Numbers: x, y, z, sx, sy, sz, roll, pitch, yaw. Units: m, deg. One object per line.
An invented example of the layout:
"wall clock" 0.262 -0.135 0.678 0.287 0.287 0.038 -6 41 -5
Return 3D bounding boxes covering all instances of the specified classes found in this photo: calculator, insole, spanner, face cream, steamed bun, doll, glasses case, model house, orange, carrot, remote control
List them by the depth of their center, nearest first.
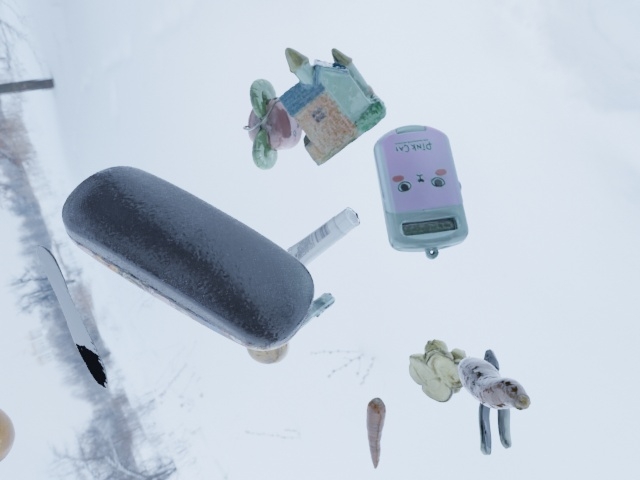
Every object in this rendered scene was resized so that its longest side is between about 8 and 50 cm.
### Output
"glasses case" -0.157 0.016 0.575 0.320 0.122 0.082 29 144 6
"insole" -0.362 0.121 0.706 0.086 0.005 0.253 11 122 37
"calculator" 0.173 -0.086 0.832 0.045 0.141 0.246 98 166 -76
"orange" -0.817 0.472 1.138 0.156 0.124 0.156 4 105 17
"carrot" 0.134 0.478 1.170 0.048 0.048 0.216 29 126 51
"spanner" 0.467 0.421 1.293 0.040 0.325 0.095 40 126 -14
"face cream" 0.000 0.000 1.294 0.243 0.058 0.092 -36 52 29
"model house" 0.001 -0.445 1.426 0.325 0.267 0.194 48 -163 -26
"steamed bun" 0.383 0.408 1.540 0.192 0.106 0.178 31 118 18
"doll" -0.178 -0.377 1.575 0.216 0.268 0.284 2 100 20
"remote control" -0.045 0.254 1.594 0.247 0.104 0.052 -42 80 28

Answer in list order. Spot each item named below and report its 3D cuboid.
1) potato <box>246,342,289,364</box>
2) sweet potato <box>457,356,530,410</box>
"potato" -0.138 0.259 1.229 0.112 0.112 0.147 24 145 54
"sweet potato" 0.238 0.206 0.683 0.264 0.057 0.057 52 -164 -87
